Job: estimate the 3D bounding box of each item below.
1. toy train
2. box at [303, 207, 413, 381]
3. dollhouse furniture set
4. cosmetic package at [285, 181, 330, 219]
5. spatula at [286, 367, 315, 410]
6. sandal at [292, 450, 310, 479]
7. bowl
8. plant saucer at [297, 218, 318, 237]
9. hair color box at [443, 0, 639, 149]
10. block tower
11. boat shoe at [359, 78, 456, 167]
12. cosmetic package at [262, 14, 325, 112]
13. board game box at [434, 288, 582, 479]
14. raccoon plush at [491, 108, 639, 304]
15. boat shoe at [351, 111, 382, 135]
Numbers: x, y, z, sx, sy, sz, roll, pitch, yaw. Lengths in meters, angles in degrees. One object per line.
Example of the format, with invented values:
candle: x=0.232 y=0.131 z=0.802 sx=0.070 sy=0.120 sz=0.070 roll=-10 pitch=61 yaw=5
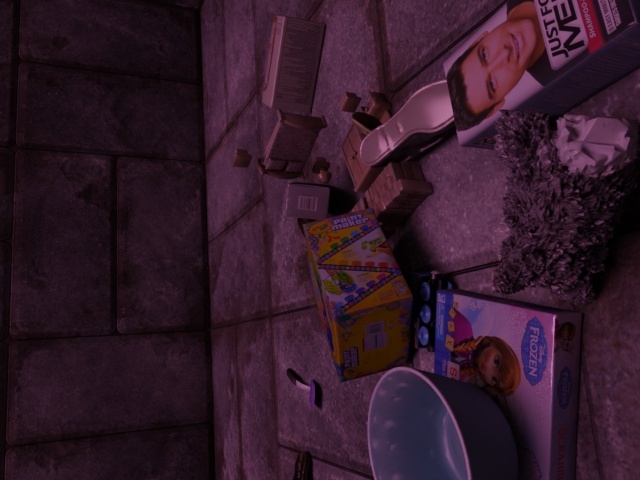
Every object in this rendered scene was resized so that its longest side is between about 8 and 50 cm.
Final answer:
toy train: x=0.243 y=0.155 z=1.245 sx=0.105 sy=0.080 sz=0.184 roll=-163 pitch=73 yaw=-74
box: x=0.087 y=0.132 z=1.342 sx=0.289 sy=0.177 sz=0.279 roll=83 pitch=171 yaw=-48
dollhouse furniture set: x=-0.018 y=-0.247 z=1.485 sx=0.303 sy=0.356 sz=0.173 roll=-60 pitch=38 yaw=45
cosmetic package: x=-0.034 y=-0.122 z=1.689 sx=0.238 sy=0.127 sz=0.107 roll=-91 pitch=6 yaw=-80
spatula: x=-0.068 y=0.499 z=1.948 sx=0.296 sy=0.031 sz=0.084 roll=-165 pitch=78 yaw=-65
sandal: x=-0.063 y=0.830 z=1.904 sx=0.090 sy=0.060 sz=0.219 roll=-3 pitch=72 yaw=59
bowl: x=0.229 y=0.375 z=1.004 sx=0.312 sy=0.163 sz=0.311 roll=179 pitch=90 yaw=-65
plant saucer: x=0.000 y=0.000 z=1.725 sx=0.198 sy=0.036 sz=0.198 roll=51 pitch=167 yaw=17
hair color box: x=0.373 y=-0.315 z=0.936 sx=0.374 sy=0.114 sz=0.185 roll=144 pitch=123 yaw=-60
block tower: x=0.152 y=-0.073 z=1.427 sx=0.335 sy=0.091 sz=0.097 roll=-50 pitch=46 yaw=53
boat shoe: x=0.228 y=-0.261 z=1.265 sx=0.335 sy=0.096 sz=0.112 roll=-28 pitch=71 yaw=46
cosmetic package: x=-0.097 y=-0.601 z=1.912 sx=0.129 sy=0.153 sz=0.296 roll=-133 pitch=51 yaw=-58
board game box: x=0.332 y=0.267 z=1.053 sx=0.318 sy=0.066 sz=0.318 roll=-176 pitch=86 yaw=-65
raccoon plush: x=0.306 y=-0.022 z=0.772 sx=0.216 sy=0.447 sz=0.298 roll=15 pitch=106 yaw=30
boat shoe: x=0.142 y=-0.269 z=1.411 sx=0.056 sy=0.153 sz=0.048 roll=-63 pitch=0 yaw=-39
